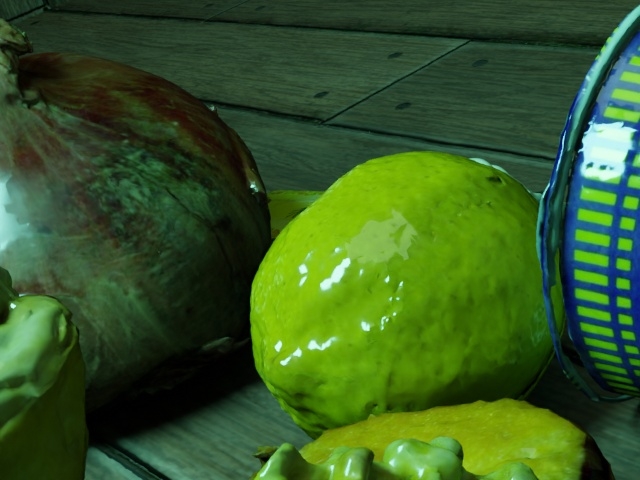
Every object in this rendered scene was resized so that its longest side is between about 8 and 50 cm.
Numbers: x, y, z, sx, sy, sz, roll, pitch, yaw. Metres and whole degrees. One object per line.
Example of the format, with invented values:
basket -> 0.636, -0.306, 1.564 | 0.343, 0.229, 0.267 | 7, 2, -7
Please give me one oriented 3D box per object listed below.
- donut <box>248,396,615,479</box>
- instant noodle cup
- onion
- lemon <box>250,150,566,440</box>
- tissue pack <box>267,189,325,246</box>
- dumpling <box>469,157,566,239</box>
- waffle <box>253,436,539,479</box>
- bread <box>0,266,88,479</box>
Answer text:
donut -> 0.050, 0.182, 0.692 | 0.253, 0.118, 0.253 | -14, 21, 5
instant noodle cup -> 0.332, 0.003, 0.744 | 0.312, 0.284, 0.284 | 16, 39, 40
onion -> -0.209, -0.005, 1.080 | 0.353, 0.354, 0.354 | -15, 24, 7
lemon -> 0.062, 0.042, 0.886 | 0.260, 0.204, 0.204 | -30, 26, -35
tissue pack -> 0.000, 0.000, 1.192 | 0.176, 0.062, 0.095 | 5, 32, 40
dumpling -> 0.126, -0.017, 1.031 | 0.181, 0.111, 0.155 | -26, -9, -14
waffle -> 0.031, 0.204, 0.526 | 0.249, 0.253, 0.056 | -27, -12, -22
bread -> -0.245, 0.215, 0.632 | 0.191, 0.314, 0.370 | 31, 42, 15
